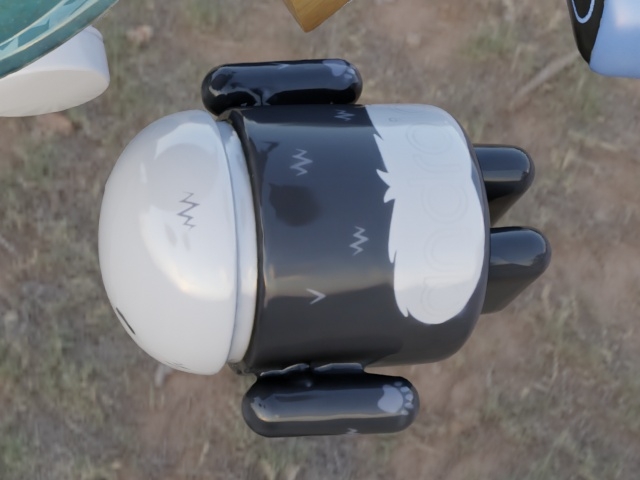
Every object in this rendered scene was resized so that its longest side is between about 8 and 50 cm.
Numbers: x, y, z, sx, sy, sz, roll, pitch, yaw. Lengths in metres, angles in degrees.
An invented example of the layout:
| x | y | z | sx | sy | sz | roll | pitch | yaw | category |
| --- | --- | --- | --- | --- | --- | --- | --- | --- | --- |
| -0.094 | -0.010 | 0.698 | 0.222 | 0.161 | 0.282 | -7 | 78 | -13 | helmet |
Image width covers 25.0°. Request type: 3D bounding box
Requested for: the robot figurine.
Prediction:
| x | y | z | sx | sy | sz | roll | pitch | yaw | category |
| --- | --- | --- | --- | --- | --- | --- | --- | --- | --- |
| -0.001 | -0.001 | 0.916 | 0.278 | 0.174 | 0.209 | -3 | 30 | -16 | robot figurine |

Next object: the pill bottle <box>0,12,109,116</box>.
| x | y | z | sx | sy | sz | roll | pitch | yaw | category |
| --- | --- | --- | --- | --- | --- | --- | --- | --- | --- |
| -0.222 | -0.221 | 1.040 | 0.136 | 0.136 | 0.246 | -9 | 80 | -15 | pill bottle |

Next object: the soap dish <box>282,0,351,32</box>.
| x | y | z | sx | sy | sz | roll | pitch | yaw | category |
| --- | --- | --- | --- | --- | --- | --- | --- | --- | --- |
| -0.005 | -0.340 | 1.097 | 0.229 | 0.118 | 0.291 | -38 | 67 | 11 | soap dish |

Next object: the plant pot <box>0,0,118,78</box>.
| x | y | z | sx | sy | sz | roll | pitch | yaw | category |
| --- | --- | --- | --- | --- | --- | --- | --- | --- | --- |
| -0.250 | -0.288 | 0.652 | 0.341 | 0.334 | 0.341 | -13 | 62 | 27 | plant pot |

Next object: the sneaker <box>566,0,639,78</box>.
| x | y | z | sx | sy | sz | roll | pitch | yaw | category |
| --- | --- | --- | --- | --- | --- | --- | --- | --- | --- |
| 0.095 | -0.176 | 0.573 | 0.090 | 0.081 | 0.232 | -1 | 81 | 5 | sneaker |
